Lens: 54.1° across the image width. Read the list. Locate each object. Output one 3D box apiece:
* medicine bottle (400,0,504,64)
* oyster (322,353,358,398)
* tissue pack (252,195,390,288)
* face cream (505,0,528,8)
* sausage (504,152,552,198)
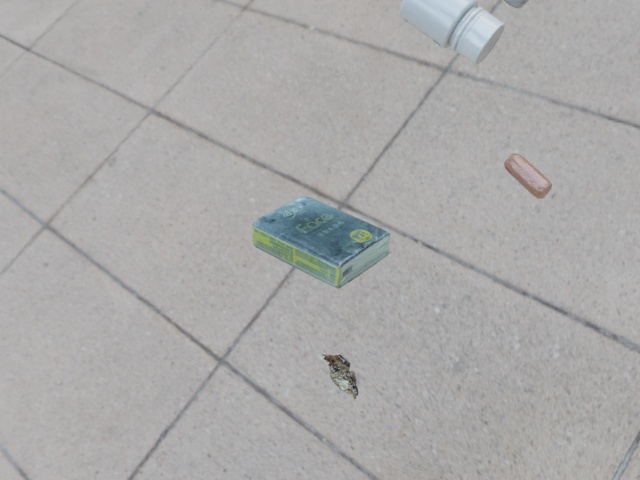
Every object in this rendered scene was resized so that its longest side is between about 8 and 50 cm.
[{"bbox_3d":[0.327,-0.550,1.552,0.237,0.139,0.139,38,78,11],"label":"medicine bottle"},{"bbox_3d":[0.048,0.249,1.143,0.029,0.086,0.132,-48,44,6],"label":"oyster"},{"bbox_3d":[0.000,0.000,1.405,0.257,0.081,0.185,25,38,33],"label":"tissue pack"},{"bbox_3d":[0.344,-0.435,0.853,0.250,0.077,0.077,-40,44,42],"label":"face cream"},{"bbox_3d":[0.321,-0.101,0.973,0.034,0.034,0.083,-39,67,-4],"label":"sausage"}]
